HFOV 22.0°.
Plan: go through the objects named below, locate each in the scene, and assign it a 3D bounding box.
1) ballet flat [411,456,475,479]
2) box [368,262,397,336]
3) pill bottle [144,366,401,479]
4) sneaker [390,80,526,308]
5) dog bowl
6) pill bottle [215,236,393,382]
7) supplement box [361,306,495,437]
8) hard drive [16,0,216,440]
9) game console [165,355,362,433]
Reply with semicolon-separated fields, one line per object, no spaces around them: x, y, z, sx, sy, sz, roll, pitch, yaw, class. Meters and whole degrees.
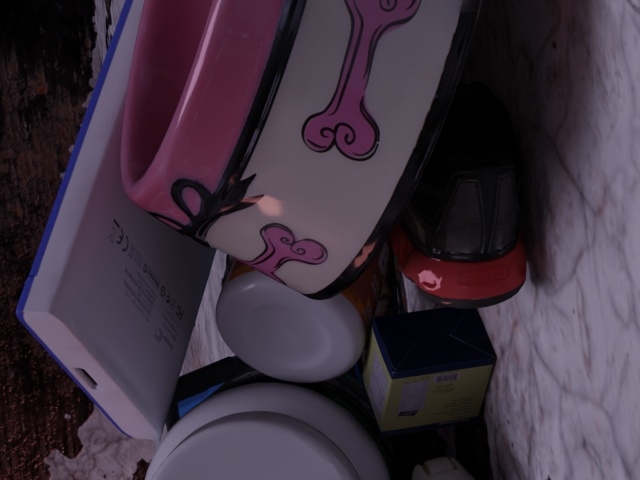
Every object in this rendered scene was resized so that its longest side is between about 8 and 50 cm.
0.095;0.216;1.316;0.221;0.077;0.079;117;147;-74;ballet flat
0.004;-0.033;1.480;0.060;0.100;0.244;-157;60;-75;box
-0.037;0.213;1.377;0.361;0.204;0.204;-21;-77;-86;pill bottle
0.073;-0.074;1.179;0.276;0.098;0.135;-118;25;-52;sneaker
-0.023;-0.173;1.126;0.408;0.150;0.408;-166;90;-76;dog bowl
0.000;0.000;1.341;0.121;0.121;0.216;97;-171;-47;pill bottle
0.082;0.101;1.272;0.083;0.083;0.056;98;160;-47;supplement box
-0.138;-0.030;1.322;0.210;0.040;0.318;61;-143;-53;hard drive
-0.052;0.214;1.703;0.250;0.173;0.293;104;154;-58;game console
